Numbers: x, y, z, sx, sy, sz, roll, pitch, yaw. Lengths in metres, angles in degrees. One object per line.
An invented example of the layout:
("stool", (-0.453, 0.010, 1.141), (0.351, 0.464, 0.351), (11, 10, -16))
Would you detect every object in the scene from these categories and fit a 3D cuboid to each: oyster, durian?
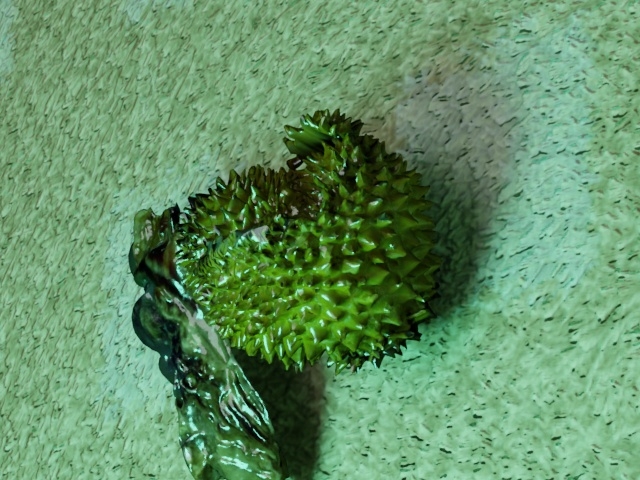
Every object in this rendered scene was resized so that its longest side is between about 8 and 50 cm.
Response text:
("oyster", (-0.127, 0.134, 1.916), (0.096, 0.221, 0.361), (-23, 80, -4))
("durian", (-0.008, 0.008, 1.765), (0.258, 0.258, 0.293), (-66, 22, 8))
